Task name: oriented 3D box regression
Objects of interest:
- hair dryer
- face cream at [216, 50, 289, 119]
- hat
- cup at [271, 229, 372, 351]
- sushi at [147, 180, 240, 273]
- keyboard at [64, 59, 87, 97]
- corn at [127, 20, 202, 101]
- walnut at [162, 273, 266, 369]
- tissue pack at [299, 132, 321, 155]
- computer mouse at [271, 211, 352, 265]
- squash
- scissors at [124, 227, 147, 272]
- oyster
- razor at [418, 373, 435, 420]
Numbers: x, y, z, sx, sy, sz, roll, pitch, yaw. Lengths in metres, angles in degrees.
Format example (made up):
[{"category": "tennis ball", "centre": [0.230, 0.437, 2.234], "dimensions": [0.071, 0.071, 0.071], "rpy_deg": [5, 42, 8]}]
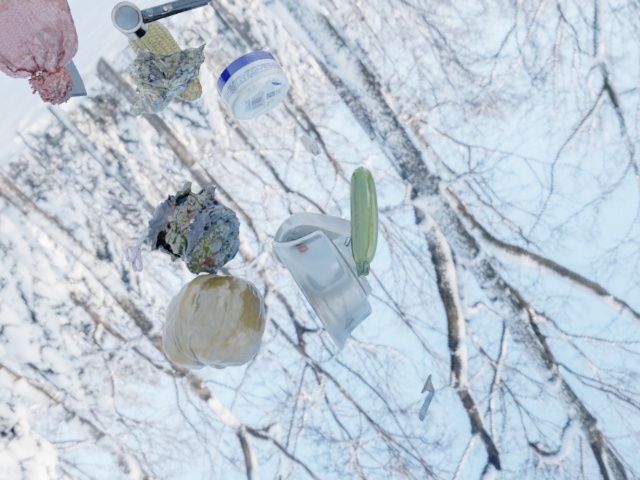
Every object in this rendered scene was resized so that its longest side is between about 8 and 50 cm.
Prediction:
[{"category": "hair dryer", "centre": [-0.354, -0.535, 1.535], "dimensions": [0.255, 0.070, 0.128], "rpy_deg": [-17, -169, -7]}, {"category": "face cream", "centre": [-0.199, -0.458, 1.966], "dimensions": [0.205, 0.111, 0.206], "rpy_deg": [-31, 164, -10]}, {"category": "hat", "centre": [-0.575, -0.401, 1.294], "dimensions": [0.107, 0.287, 0.236], "rpy_deg": [-8, -160, 45]}, {"category": "cup", "centre": [0.027, 0.108, 1.749], "dimensions": [0.163, 0.347, 0.347], "rpy_deg": [-32, -158, -3]}, {"category": "sushi", "centre": [-0.359, -0.031, 1.855], "dimensions": [0.218, 0.225, 0.239], "rpy_deg": [21, -116, 21]}, {"category": "keyboard", "centre": [-0.778, -0.504, 2.012], "dimensions": [0.087, 0.017, 0.251], "rpy_deg": [-13, -134, -26]}, {"category": "corn", "centre": [-0.445, -0.522, 1.874], "dimensions": [0.119, 0.322, 0.119], "rpy_deg": [-37, 163, -13]}, {"category": "walnut", "centre": [-0.291, 0.228, 1.839], "dimensions": [0.296, 0.285, 0.285], "rpy_deg": [-8, -143, 30]}, {"category": "tissue pack", "centre": [-0.038, -0.343, 2.359], "dimensions": [0.035, 0.063, 0.083], "rpy_deg": [-38, -143, -7]}, {"category": "computer mouse", "centre": [0.000, 0.000, 1.939], "dimensions": [0.121, 0.296, 0.184], "rpy_deg": [-108, -151, -55]}, {"category": "squash", "centre": [0.099, -0.043, 1.496], "dimensions": [0.066, 0.066, 0.252], "rpy_deg": [-1, -91, 59]}, {"category": "scissors", "centre": [-0.651, 0.022, 2.358], "dimensions": [0.021, 0.110, 0.212], "rpy_deg": [-12, -142, 15]}, {"category": "oyster", "centre": [-0.367, -0.409, 1.639], "dimensions": [0.204, 0.111, 0.396], "rpy_deg": [-25, -177, -22]}, {"category": "razor", "centre": [0.296, 0.454, 1.835], "dimensions": [0.033, 0.190, 0.066], "rpy_deg": [20, -131, 18]}]
